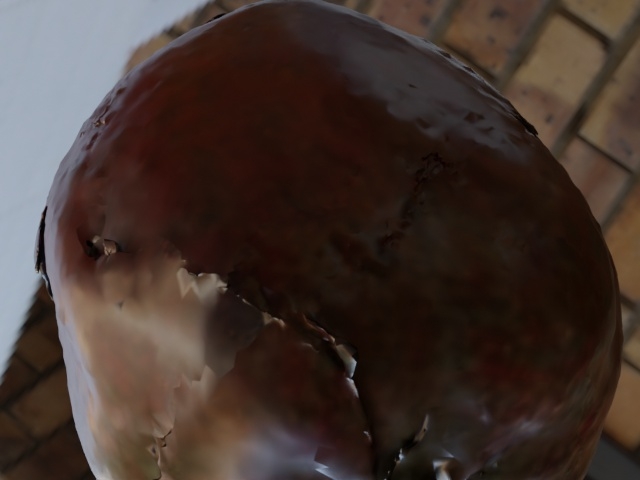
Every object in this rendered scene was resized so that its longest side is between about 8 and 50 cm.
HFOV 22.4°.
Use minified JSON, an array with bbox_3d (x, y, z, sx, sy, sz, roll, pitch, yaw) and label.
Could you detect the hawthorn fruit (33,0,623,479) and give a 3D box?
[{"bbox_3d":[0.000,0.000,0.526,0.181,0.181,0.235,116,-25,-42],"label":"hawthorn fruit"}]
